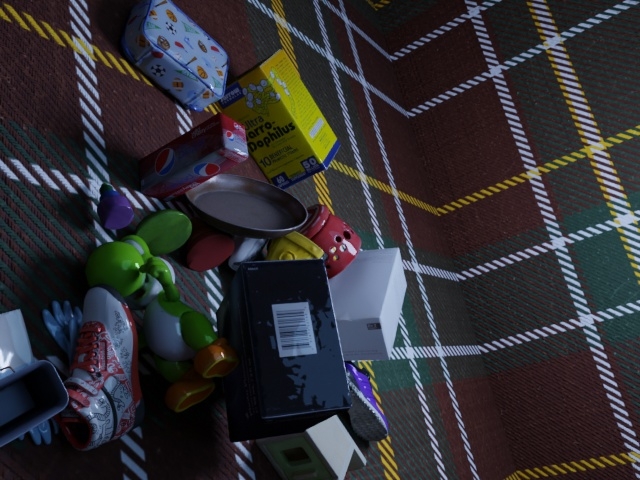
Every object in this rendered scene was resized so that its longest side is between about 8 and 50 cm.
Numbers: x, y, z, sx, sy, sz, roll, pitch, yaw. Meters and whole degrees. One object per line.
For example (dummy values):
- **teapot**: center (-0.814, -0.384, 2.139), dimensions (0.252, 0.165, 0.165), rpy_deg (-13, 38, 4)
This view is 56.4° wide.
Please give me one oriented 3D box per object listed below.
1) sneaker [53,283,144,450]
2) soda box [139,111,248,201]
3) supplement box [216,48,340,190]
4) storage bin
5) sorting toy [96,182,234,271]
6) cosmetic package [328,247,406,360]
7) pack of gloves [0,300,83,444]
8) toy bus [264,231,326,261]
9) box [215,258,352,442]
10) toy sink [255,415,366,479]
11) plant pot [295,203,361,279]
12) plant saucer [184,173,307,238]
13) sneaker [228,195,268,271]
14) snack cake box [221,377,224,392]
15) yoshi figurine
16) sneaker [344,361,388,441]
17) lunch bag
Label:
- **sneaker**: center (-0.387, 0.214, 1.013), dimensions (0.145, 0.090, 0.270), rpy_deg (-14, 95, -66)
- **soda box**: center (-0.290, -0.184, 1.350), dimensions (0.083, 0.263, 0.092), rpy_deg (23, 51, -53)
- **supplement box**: center (-0.127, -0.364, 1.834), dimensions (0.357, 0.194, 0.195), rpy_deg (56, 30, -19)
- **storage bin**: center (-0.472, 0.243, 0.894), dimensions (0.135, 0.091, 0.098), rpy_deg (-30, 95, -50)
- **sorting toy**: center (-0.352, -0.045, 1.342), dimensions (0.365, 0.127, 0.126), rpy_deg (28, 24, -52)
- **cosmetic package**: center (0.125, 0.185, 1.806), dimensions (0.385, 0.217, 0.156), rpy_deg (-62, 142, -54)
- **pack of gloves**: center (-0.450, 0.215, 1.018), dimensions (0.195, 0.046, 0.232), rpy_deg (-17, 85, -62)
- **toy bus**: center (-0.098, 0.098, 1.572), dimensions (0.149, 0.220, 0.211), rpy_deg (30, 70, 7)
- **box**: center (-0.093, 0.231, 1.209), dimensions (0.182, 0.294, 0.296), rpy_deg (-2, 65, -20)
- **toy sink**: center (-0.019, 0.511, 1.428), dimensions (0.234, 0.152, 0.131), rpy_deg (59, 29, -16)
- **plant pot**: center (0.000, 0.000, 1.793), dimensions (0.174, 0.191, 0.191), rpy_deg (47, 34, -24)
- **plant saucer**: center (-0.186, -0.081, 1.485), dimensions (0.310, 0.050, 0.311), rpy_deg (13, 25, -6)
- **sneaker**: center (-0.199, -0.034, 1.597), dimensions (0.129, 0.111, 0.297), rpy_deg (33, 39, -14)
- **snack cake box**: center (-0.125, 0.300, 1.465), dimensions (0.264, 0.089, 0.152), rpy_deg (25, 51, -51)
- **yoshi figurine**: center (-0.325, 0.133, 1.122), dimensions (0.203, 0.203, 0.362), rpy_deg (-30, 66, -23)
- **sneaker**: center (0.122, 0.453, 1.760), dimensions (0.293, 0.102, 0.146), rpy_deg (57, 29, -17)
- **lunch bag**: center (-0.376, -0.503, 1.599), dimensions (0.303, 0.115, 0.243), rpy_deg (38, 37, -40)
